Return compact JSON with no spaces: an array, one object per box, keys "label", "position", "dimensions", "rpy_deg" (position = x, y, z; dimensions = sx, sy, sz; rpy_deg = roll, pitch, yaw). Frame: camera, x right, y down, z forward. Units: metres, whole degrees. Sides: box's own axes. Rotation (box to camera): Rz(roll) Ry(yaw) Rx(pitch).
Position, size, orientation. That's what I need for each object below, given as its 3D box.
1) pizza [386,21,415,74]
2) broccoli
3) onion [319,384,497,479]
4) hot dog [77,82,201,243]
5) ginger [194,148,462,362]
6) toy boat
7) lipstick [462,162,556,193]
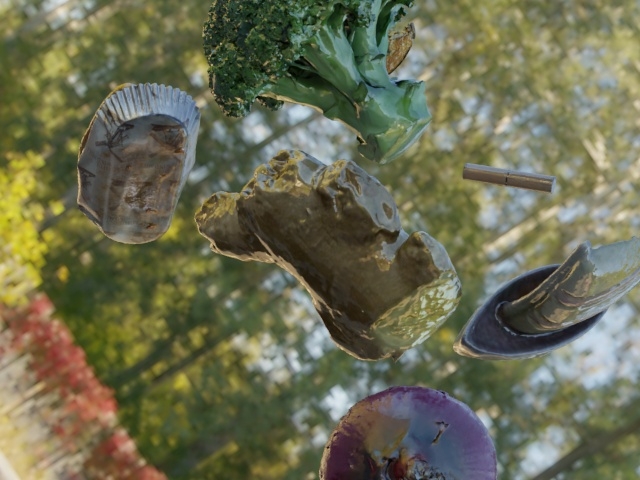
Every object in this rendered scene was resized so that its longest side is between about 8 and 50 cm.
[{"label":"pizza","position":[0.083,-0.216,1.609],"dimensions":[0.083,0.037,0.016],"rpy_deg":[-56,-133,32]},{"label":"broccoli","position":[0.005,-0.200,1.441],"dimensions":[0.270,0.270,0.270],"rpy_deg":[54,-8,6]},{"label":"onion","position":[0.057,0.150,0.907],"dimensions":[0.115,0.115,0.104],"rpy_deg":[56,-3,1]},{"label":"hot dog","position":[-0.230,-0.096,1.762],"dimensions":[0.268,0.144,0.075],"rpy_deg":[117,-28,-49]},{"label":"ginger","position":[0.002,-0.003,1.034],"dimensions":[0.213,0.074,0.137],"rpy_deg":[36,-56,25]},{"label":"toy boat","position":[0.336,0.067,1.852],"dimensions":[0.293,0.276,0.111],"rpy_deg":[-34,-104,45]},{"label":"lipstick","position":[0.190,-0.063,1.432],"dimensions":[0.094,0.019,0.019],"rpy_deg":[11,-29,22]}]
